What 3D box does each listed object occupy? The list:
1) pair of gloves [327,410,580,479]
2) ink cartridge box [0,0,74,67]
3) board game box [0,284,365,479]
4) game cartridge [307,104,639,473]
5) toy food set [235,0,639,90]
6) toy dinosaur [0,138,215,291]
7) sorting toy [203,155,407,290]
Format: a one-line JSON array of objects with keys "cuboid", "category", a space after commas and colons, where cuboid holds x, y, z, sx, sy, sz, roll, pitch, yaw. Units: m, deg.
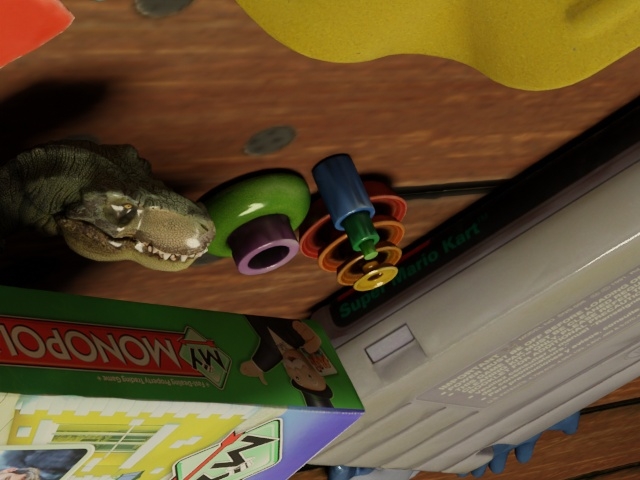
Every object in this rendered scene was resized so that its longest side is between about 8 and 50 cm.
[{"cuboid": [0.091, 0.133, 1.045, 0.198, 0.023, 0.159, -14, 157, -19], "category": "pair of gloves"}, {"cuboid": [-0.278, 0.016, 0.311, 0.385, 0.091, 0.308, -29, 150, 17], "category": "ink cartridge box"}, {"cuboid": [-0.160, 0.130, 0.556, 0.317, 0.046, 0.213, -44, 149, 25], "category": "board game box"}, {"cuboid": [0.152, 0.013, 0.795, 0.355, 0.068, 0.230, -33, 151, 23], "category": "game cartridge"}, {"cuboid": [0.064, -0.121, 0.377, 0.128, 0.071, 0.218, 39, 134, -23], "category": "toy food set"}, {"cuboid": [-0.169, 0.027, 0.524, 0.268, 0.064, 0.118, -15, 150, -8], "category": "toy dinosaur"}, {"cuboid": [0.000, 0.000, 0.639, 0.102, 0.042, 0.061, -3, 150, -40], "category": "sorting toy"}]
